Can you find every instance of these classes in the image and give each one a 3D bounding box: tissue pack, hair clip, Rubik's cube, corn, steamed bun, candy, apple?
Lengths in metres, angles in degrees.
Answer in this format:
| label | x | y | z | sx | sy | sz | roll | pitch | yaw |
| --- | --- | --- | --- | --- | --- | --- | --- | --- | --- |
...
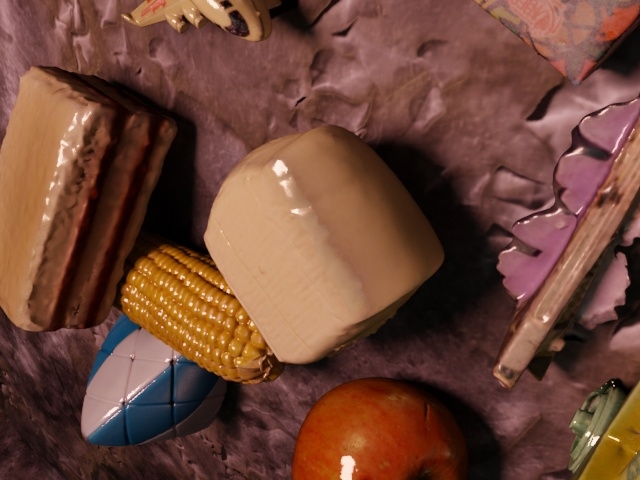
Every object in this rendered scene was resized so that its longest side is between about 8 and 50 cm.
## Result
| label | x | y | z | sx | sy | sz | roll | pitch | yaw |
| --- | --- | --- | --- | --- | --- | --- | --- | --- | --- |
| tissue pack | 0.173 | -0.188 | 0.354 | 0.108 | 0.060 | 0.148 | 47 | 137 | 11 |
| hair clip | 0.200 | 0.002 | 0.445 | 0.106 | 0.084 | 0.292 | 36 | 130 | 27 |
| Rubik's cube | -0.261 | 0.251 | 0.917 | 0.254 | 0.254 | 0.254 | 23 | 129 | 31 |
| corn | -0.181 | 0.082 | 0.795 | 0.387 | 0.144 | 0.144 | 16 | 126 | 35 |
| steamed bun | 0.000 | 0.000 | 0.564 | 0.200 | 0.154 | 0.250 | 56 | 145 | 4 |
| candy | -0.328 | -0.052 | 0.750 | 0.179 | 0.135 | 0.321 | 39 | 110 | 35 |
| apple | 0.060 | 0.247 | 0.646 | 0.196 | 0.196 | 0.196 | 23 | 129 | 31 |

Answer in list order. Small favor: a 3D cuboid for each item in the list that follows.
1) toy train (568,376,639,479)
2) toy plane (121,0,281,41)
| label | x | y | z | sx | sy | sz | roll | pitch | yaw |
| --- | --- | --- | --- | --- | --- | --- | --- | --- | --- |
| toy train | 0.245 | 0.132 | 0.364 | 0.150 | 0.237 | 0.369 | 31 | 133 | 27 |
| toy plane | -0.122 | -0.274 | 0.547 | 0.244 | 0.092 | 0.229 | 45 | 135 | 9 |
